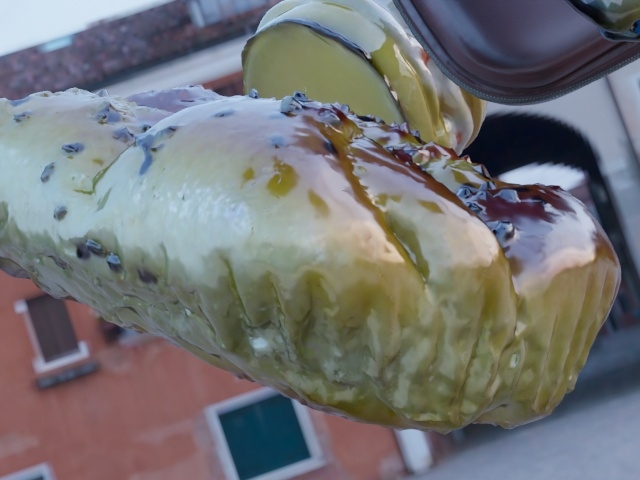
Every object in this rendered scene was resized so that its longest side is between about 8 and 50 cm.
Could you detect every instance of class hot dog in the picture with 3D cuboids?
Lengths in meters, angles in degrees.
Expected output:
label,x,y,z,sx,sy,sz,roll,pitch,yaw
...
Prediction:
label,x,y,z,sx,sy,sz,roll,pitch,yaw
hot dog,0.000,0.000,1.024,0.367,0.196,0.365,5,14,-41

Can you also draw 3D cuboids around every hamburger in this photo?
label,x,y,z,sx,sy,sz,roll,pitch,yaw
hamburger,0.067,-0.183,1.751,0.237,0.276,0.276,-43,9,-35

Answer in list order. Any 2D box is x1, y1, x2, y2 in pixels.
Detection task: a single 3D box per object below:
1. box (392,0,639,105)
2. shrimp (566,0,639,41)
label,x,y,z,sx,sy,sz,roll,pitch,yaw
box,0.250,-0.292,1.416,0.404,0.263,0.108,-29,-10,-6
shrimp,0.132,-0.326,1.144,0.110,0.446,0.221,-28,-22,5
